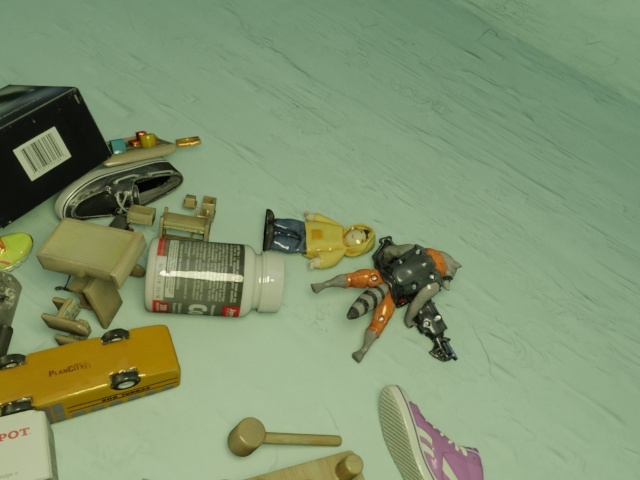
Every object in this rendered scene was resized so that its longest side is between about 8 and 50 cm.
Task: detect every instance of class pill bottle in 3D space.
[{"bbox_3d":[-0.228,0.083,1.236,0.283,0.161,0.161,5,53,-12],"label":"pill bottle"}]

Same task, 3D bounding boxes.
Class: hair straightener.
[{"bbox_3d":[-0.500,0.021,1.253,0.047,0.089,0.230,26,53,13],"label":"hair straightener"}]

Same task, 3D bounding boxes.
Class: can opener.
[{"bbox_3d":[-0.660,0.188,1.112,0.095,0.076,0.284,-14,53,15],"label":"can opener"}]

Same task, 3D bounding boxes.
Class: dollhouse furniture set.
[{"bbox_3d":[-0.421,0.085,1.124,0.160,0.242,0.212,12,50,9],"label":"dollhouse furniture set"},{"bbox_3d":[-0.352,-0.043,1.362,0.181,0.101,0.161,10,28,-7],"label":"dollhouse furniture set"}]

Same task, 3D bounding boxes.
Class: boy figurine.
[{"bbox_3d":[0.000,0.000,1.406,0.285,0.092,0.177,8,48,-7],"label":"boy figurine"}]

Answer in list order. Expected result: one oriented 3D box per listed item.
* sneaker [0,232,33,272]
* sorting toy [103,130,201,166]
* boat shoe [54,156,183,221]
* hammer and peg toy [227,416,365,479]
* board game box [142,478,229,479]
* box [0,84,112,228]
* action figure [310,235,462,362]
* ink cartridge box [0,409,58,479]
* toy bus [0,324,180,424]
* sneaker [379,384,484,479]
[{"bbox_3d":[-0.710,0.026,1.187,0.208,0.094,0.081,-26,63,-31],"label":"sneaker"},{"bbox_3d":[-0.474,-0.242,1.428,0.347,0.047,0.196,-17,26,-26],"label":"sorting toy"},{"bbox_3d":[-0.464,-0.109,1.344,0.102,0.108,0.301,35,45,30],"label":"boat shoe"},{"bbox_3d":[-0.018,0.466,1.000,0.265,0.127,0.361,-2,53,-30],"label":"hammer and peg toy"},{"bbox_3d":[-0.235,0.496,0.991,0.194,0.060,0.194,-14,60,-24],"label":"board game box"},{"bbox_3d":[-0.684,-0.198,1.234,0.294,0.183,0.296,11,43,35],"label":"box"},{"bbox_3d":[0.194,0.140,1.295,0.330,0.178,0.341,-30,74,-19],"label":"action figure"},{"bbox_3d":[-0.530,0.457,0.894,0.223,0.129,0.308,-10,58,-21],"label":"ink cartridge box"},{"bbox_3d":[-0.439,0.256,1.068,0.332,0.130,0.108,-12,59,-23],"label":"toy bus"},{"bbox_3d":[0.231,0.417,1.162,0.161,0.102,0.282,-12,69,-27],"label":"sneaker"}]
